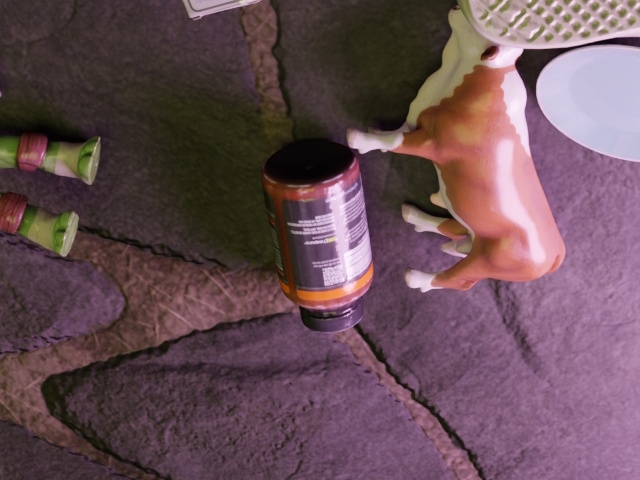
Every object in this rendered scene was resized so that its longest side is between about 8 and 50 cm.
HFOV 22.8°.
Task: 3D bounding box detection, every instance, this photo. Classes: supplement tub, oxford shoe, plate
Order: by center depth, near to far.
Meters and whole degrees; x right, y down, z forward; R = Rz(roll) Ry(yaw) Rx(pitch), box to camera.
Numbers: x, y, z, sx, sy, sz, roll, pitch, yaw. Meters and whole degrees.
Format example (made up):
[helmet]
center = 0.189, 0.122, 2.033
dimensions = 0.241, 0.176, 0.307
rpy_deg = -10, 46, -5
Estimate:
[oxford shoe]
center = 0.341, -0.255, 1.454
dimensions = 0.450, 0.130, 0.169
rpy_deg = -3, 110, -3
[plate]
center = 0.305, -0.139, 1.554
dimensions = 0.188, 0.024, 0.188
rpy_deg = 15, 153, 8
[supplement tub]
center = 0.000, 0.000, 1.696
dimensions = 0.106, 0.106, 0.197
rpy_deg = 0, 122, 13

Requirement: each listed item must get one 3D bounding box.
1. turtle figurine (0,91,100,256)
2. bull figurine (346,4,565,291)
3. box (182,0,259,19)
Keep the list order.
[turtle figurine]
center = -0.376, -0.096, 1.670
dimensions = 0.266, 0.197, 0.274
rpy_deg = 16, 127, -2
[bull figurine]
center = 0.145, -0.082, 1.617
dimensions = 0.188, 0.101, 0.310
rpy_deg = -10, 117, 23
[box]
center = -0.093, -0.370, 1.495
dimensions = 0.169, 0.087, 0.290
rpy_deg = -13, 117, 20
